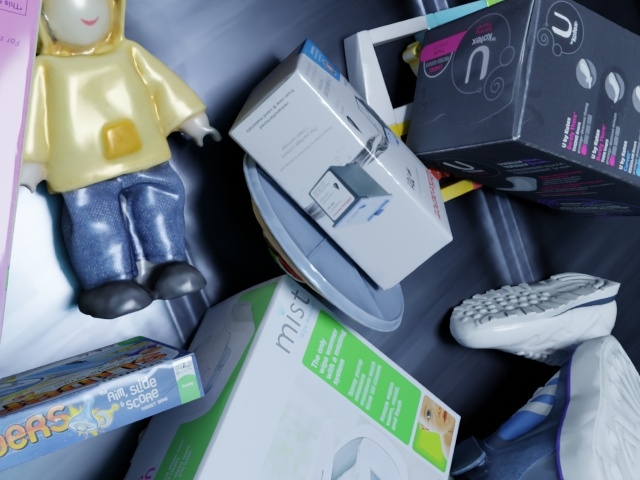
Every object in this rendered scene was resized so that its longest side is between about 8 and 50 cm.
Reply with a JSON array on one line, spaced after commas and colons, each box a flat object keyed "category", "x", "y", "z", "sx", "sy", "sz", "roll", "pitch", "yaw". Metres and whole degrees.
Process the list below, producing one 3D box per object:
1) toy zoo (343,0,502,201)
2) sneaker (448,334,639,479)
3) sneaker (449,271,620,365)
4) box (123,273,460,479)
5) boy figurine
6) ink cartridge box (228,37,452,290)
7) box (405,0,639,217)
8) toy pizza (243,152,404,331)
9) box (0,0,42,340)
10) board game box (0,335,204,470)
[{"category": "toy zoo", "x": 0.139, "y": -0.148, "z": 0.784, "sx": 0.293, "sy": 0.030, "sz": 0.192, "roll": -24, "pitch": 101, "yaw": -28}, {"category": "sneaker", "x": 0.207, "y": 0.220, "z": 0.753, "sx": 0.130, "sy": 0.236, "sz": 0.323, "roll": 60, "pitch": 30, "yaw": 1}, {"category": "sneaker", "x": 0.247, "y": 0.100, "z": 0.816, "sx": 0.235, "sy": 0.090, "sz": 0.095, "roll": -7, "pitch": 107, "yaw": -27}, {"category": "box", "x": -0.027, "y": 0.204, "z": 0.587, "sx": 0.231, "sy": 0.127, "sz": 0.262, "roll": 42, "pitch": 48, "yaw": -23}, {"category": "boy figurine", "x": -0.164, "y": -0.090, "z": 0.576, "sx": 0.177, "sy": 0.092, "sz": 0.285, "roll": -14, "pitch": 100, "yaw": -29}, {"category": "ink cartridge box", "x": 0.021, "y": -0.070, "z": 0.638, "sx": 0.082, "sy": 0.139, "sz": 0.191, "roll": -41, "pitch": 108, "yaw": 20}, {"category": "box", "x": 0.244, "y": -0.121, "z": 0.729, "sx": 0.270, "sy": 0.165, "sz": 0.143, "roll": 13, "pitch": 83, "yaw": -30}, {"category": "toy pizza", "x": 0.000, "y": 0.000, "z": 0.637, "sx": 0.032, "sy": 0.201, "sz": 0.201, "roll": -39, "pitch": 114, "yaw": 19}, {"category": "box", "x": -0.259, "y": -0.047, "z": 0.449, "sx": 0.117, "sy": 0.213, "sz": 0.243, "roll": 7, "pitch": 87, "yaw": -30}, {"category": "board game box", "x": -0.202, "y": 0.120, "z": 0.524, "sx": 0.201, "sy": 0.136, "sz": 0.035, "roll": -16, "pitch": 97, "yaw": -30}]
